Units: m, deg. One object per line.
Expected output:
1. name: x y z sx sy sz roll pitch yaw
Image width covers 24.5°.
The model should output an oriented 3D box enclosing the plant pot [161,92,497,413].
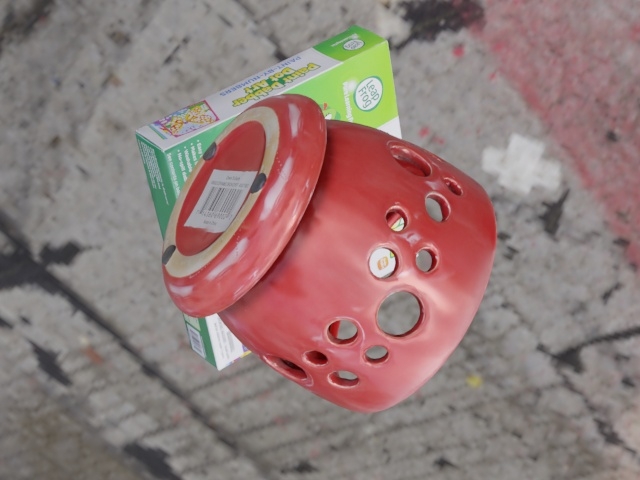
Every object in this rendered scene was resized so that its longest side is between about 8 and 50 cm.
1. plant pot: 0.000 0.000 1.026 0.174 0.191 0.191 32 145 -25

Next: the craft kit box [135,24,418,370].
1. craft kit box: -0.031 -0.039 1.374 0.061 0.247 0.249 31 142 44
